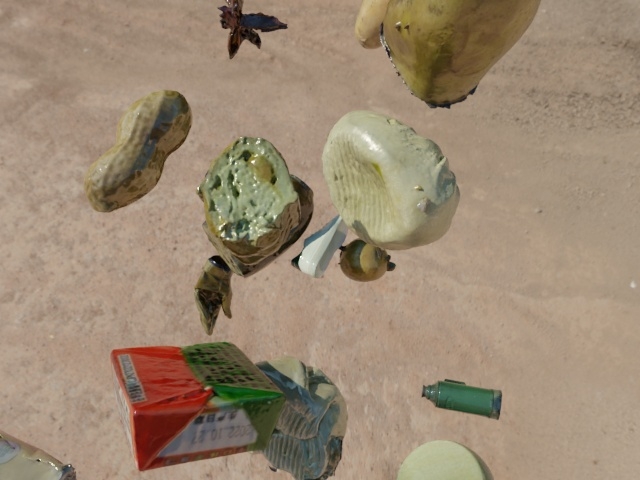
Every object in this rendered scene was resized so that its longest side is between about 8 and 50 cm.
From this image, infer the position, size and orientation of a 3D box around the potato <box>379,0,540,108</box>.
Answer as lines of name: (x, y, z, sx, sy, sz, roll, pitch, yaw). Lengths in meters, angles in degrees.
potato: (0.218, -0.355, 0.743, 0.229, 0.266, 0.230, 2, 78, -9)

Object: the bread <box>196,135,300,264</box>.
bread: (-0.145, -0.073, 1.032, 0.195, 0.252, 0.239, -21, 73, -9)

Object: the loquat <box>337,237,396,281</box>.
loquat: (0.156, 0.068, 1.656, 0.204, 0.172, 0.150, 9, 90, 3)

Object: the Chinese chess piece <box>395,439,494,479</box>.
Chinese chess piece: (0.303, 0.618, 1.193, 0.250, 0.101, 0.250, -26, 32, 18)

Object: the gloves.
gloves: (-0.433, 0.222, 1.983, 0.141, 0.332, 0.154, 26, 20, 29)

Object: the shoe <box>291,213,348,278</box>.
shoe: (0.000, 0.000, 1.562, 0.110, 0.095, 0.265, 12, 51, 24)

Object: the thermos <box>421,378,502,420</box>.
thermos: (0.347, 0.386, 1.215, 0.187, 0.073, 0.083, 7, 64, 12)

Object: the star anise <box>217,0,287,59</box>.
star anise: (-0.172, -0.497, 1.062, 0.158, 0.140, 0.144, -24, 50, 32)

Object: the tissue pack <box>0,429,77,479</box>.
tissue pack: (-0.358, 0.256, 0.456, 0.256, 0.215, 0.123, 19, 41, 3)

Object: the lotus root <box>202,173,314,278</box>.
lotus root: (-0.179, -0.064, 1.523, 0.346, 0.250, 0.250, -43, 61, -12)

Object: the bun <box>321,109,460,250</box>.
bun: (0.125, -0.098, 0.842, 0.159, 0.259, 0.259, -27, 56, -29)

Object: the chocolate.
chocolate: (-0.313, 0.380, 1.190, 0.341, 0.162, 0.360, 4, 8, -31)

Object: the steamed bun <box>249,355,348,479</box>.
steamed bun: (-0.066, 0.516, 1.466, 0.237, 0.346, 0.394, -21, 79, -56)

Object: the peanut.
peanut: (-0.245, -0.121, 0.655, 0.089, 0.089, 0.193, 25, 75, 20)

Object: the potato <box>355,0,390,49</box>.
potato: (0.162, -0.500, 1.012, 0.128, 0.161, 0.235, 45, 108, 4)
